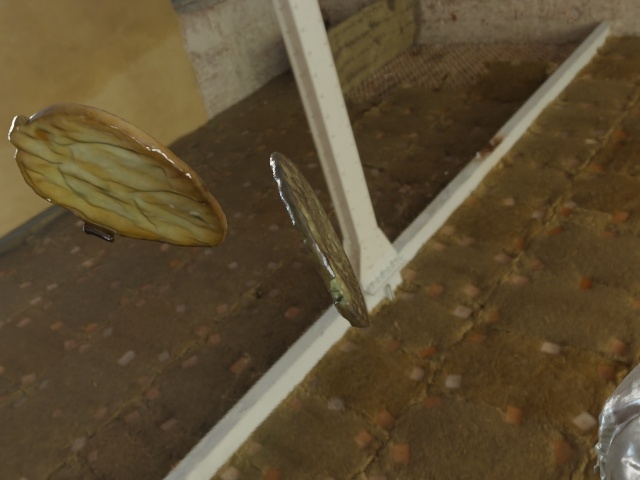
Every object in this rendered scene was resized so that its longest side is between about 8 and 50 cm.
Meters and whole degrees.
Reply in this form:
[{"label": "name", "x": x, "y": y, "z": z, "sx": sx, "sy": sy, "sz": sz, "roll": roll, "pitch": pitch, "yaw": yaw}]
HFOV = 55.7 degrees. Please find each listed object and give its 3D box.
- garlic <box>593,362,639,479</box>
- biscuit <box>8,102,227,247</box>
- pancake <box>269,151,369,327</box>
[{"label": "garlic", "x": 0.406, "y": 0.233, "z": 0.588, "sx": 0.259, "sy": 0.317, "sz": 0.317, "roll": 7, "pitch": -140, "yaw": 37}, {"label": "biscuit", "x": -0.221, "y": -0.061, "z": 0.687, "sx": 0.203, "sy": 0.260, "sz": 0.041, "roll": -35, "pitch": -145, "yaw": 43}, {"label": "pancake", "x": 0.001, "y": -0.001, "z": 0.580, "sx": 0.021, "sy": 0.199, "sz": 0.199, "roll": -27, "pitch": -149, "yaw": 6}]
